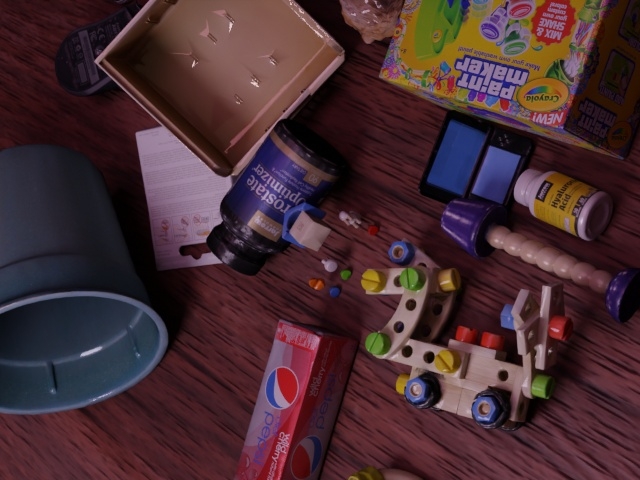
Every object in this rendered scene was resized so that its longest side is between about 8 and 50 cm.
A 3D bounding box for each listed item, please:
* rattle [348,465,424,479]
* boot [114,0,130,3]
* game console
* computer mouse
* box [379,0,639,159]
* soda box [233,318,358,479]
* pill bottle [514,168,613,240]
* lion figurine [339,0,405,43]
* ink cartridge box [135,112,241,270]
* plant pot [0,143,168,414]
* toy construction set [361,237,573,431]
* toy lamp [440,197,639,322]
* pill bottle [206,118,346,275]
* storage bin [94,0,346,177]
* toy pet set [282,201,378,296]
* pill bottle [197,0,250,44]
[{"bbox_3d":[0.120,0.386,1.621,0.199,0.130,0.143,13,100,13],"label":"rattle"},{"bbox_3d":[-0.366,-0.516,2.189,0.069,0.086,0.190,-14,72,35],"label":"boot"},{"bbox_3d":[0.207,-0.098,1.657,0.107,0.071,0.122,25,96,39],"label":"game console"},{"bbox_3d":[-0.335,-0.320,2.134,0.272,0.072,0.189,-14,85,29],"label":"computer mouse"},{"bbox_3d":[0.274,-0.284,1.581,0.290,0.177,0.279,21,94,39],"label":"box"},{"bbox_3d":[-0.037,0.250,1.755,0.083,0.092,0.263,17,91,40],"label":"soda box"},{"bbox_3d":[0.304,-0.049,1.575,0.116,0.065,0.065,28,97,39],"label":"pill bottle"},{"bbox_3d":[0.141,-0.479,1.741,0.392,0.142,0.240,-52,40,26],"label":"lion figurine"},{"bbox_3d":[-0.199,-0.078,1.998,0.189,0.066,0.232,-8,96,36],"label":"ink cartridge box"},{"bbox_3d":[-0.444,0.049,1.989,0.341,0.341,0.334,-38,51,25],"label":"plant pot"},{"bbox_3d":[0.190,0.120,1.585,0.327,0.151,0.215,11,86,50],"label":"toy construction set"},{"bbox_3d":[0.274,0.015,1.567,0.274,0.080,0.080,26,96,32],"label":"toy lamp"},{"bbox_3d":[-0.070,-0.060,1.833,0.219,0.122,0.123,-54,54,16],"label":"pill bottle"},{"bbox_3d":[-0.139,-0.270,1.840,0.260,0.123,0.262,44,99,-1],"label":"storage bin"},{"bbox_3d":[0.000,0.000,1.783,0.122,0.114,0.065,-57,37,11],"label":"toy pet set"},{"bbox_3d":[-0.182,-0.305,1.969,0.216,0.121,0.121,-51,54,13],"label":"pill bottle"}]
